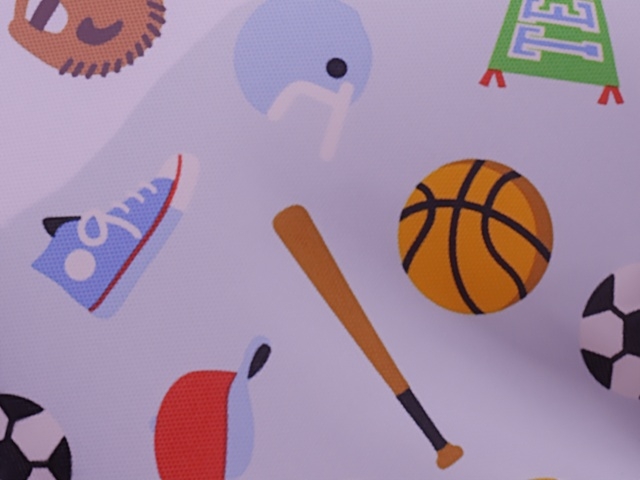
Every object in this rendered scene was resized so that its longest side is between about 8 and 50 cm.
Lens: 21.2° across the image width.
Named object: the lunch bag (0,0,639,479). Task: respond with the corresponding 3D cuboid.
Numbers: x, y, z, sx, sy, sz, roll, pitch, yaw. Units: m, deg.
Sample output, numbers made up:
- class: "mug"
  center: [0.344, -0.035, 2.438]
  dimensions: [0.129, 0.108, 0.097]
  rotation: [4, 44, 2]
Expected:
- class: "lunch bag"
  center: [0.000, 0.000, 0.647]
  dimensions: [0.385, 0.239, 0.328]
  rotation: [28, 79, 16]
